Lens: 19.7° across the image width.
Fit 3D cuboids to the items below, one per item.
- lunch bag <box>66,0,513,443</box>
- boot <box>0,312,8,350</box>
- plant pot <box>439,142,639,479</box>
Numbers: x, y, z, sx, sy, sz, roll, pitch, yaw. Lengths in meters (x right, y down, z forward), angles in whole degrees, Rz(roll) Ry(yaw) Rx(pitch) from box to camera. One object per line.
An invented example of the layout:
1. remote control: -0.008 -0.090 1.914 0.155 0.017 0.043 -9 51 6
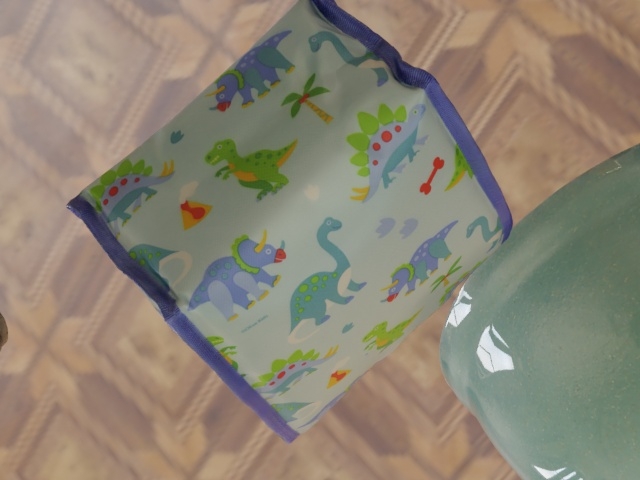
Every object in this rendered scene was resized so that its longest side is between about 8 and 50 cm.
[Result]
1. lunch bag: 0.000 0.000 0.697 0.129 0.151 0.096 -42 50 -2
2. boot: -0.173 0.008 0.705 0.042 0.087 0.118 -23 90 45
3. plant pot: 0.247 0.090 1.129 0.293 0.293 0.196 -54 49 33
